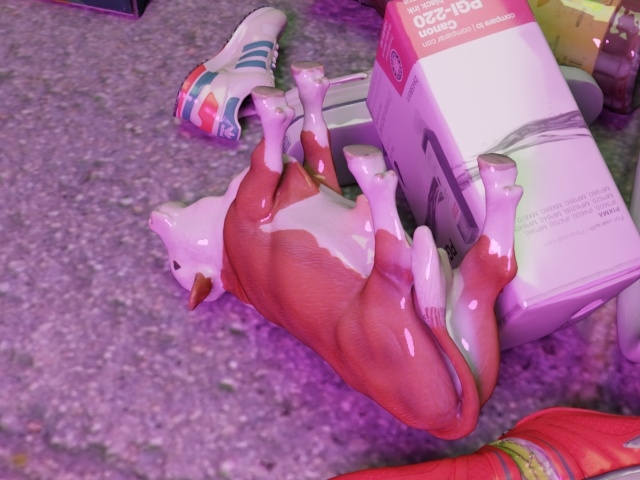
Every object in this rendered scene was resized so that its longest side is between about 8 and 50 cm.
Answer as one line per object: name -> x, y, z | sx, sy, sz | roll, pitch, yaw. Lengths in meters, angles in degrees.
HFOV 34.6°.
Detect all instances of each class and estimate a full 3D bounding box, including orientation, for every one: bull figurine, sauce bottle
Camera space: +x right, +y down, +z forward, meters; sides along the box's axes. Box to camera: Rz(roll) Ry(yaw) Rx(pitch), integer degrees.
bull figurine -> 0.000, 0.000, 0.663 | 0.101, 0.188, 0.310 | -19, 35, -37
sauce bottle -> 0.138, -0.218, 0.938 | 0.344, 0.111, 0.111 | 23, 52, 21

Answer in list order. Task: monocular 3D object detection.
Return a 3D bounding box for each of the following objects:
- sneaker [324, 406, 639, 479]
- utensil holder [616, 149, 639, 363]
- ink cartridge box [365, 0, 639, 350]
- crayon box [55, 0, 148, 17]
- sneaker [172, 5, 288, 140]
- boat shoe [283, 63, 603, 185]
sneaker -> 0.121, 0.156, 0.616 | 0.279, 0.107, 0.118 | -3, 28, -5
utensil holder -> 0.411, -0.045, 0.630 | 0.385, 0.328, 0.328 | 12, 48, 9
ink cartridge box -> 0.115, -0.046, 0.692 | 0.092, 0.158, 0.218 | -21, 75, -9
crayon box -> -0.301, -0.349, 1.098 | 0.318, 0.081, 0.202 | 12, 49, 14
sneaker -> -0.061, -0.146, 0.925 | 0.075, 0.057, 0.161 | 32, 52, 8
boat shoe -> 0.096, -0.113, 0.859 | 0.267, 0.096, 0.088 | -13, 52, 1
